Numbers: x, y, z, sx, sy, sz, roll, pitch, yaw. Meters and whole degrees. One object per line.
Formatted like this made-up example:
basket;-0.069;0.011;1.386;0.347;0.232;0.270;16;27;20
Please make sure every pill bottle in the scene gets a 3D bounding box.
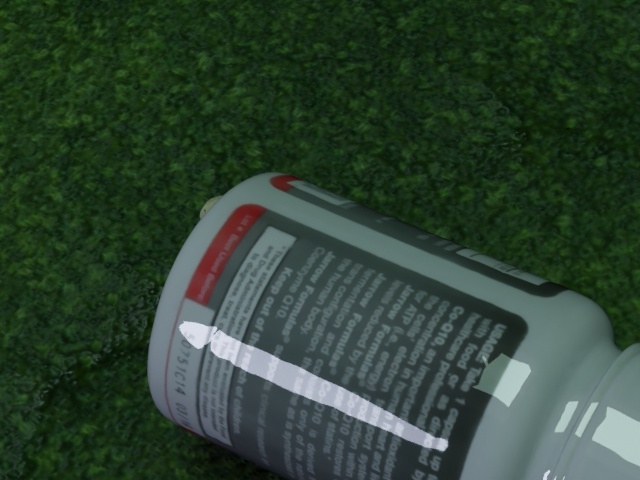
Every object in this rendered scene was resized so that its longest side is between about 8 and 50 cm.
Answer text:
pill bottle;0.061;0.082;0.893;0.283;0.161;0.161;23;56;23

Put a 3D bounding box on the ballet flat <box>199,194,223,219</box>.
ballet flat;0.000;0.000;1.042;0.173;0.049;0.057;19;53;20
